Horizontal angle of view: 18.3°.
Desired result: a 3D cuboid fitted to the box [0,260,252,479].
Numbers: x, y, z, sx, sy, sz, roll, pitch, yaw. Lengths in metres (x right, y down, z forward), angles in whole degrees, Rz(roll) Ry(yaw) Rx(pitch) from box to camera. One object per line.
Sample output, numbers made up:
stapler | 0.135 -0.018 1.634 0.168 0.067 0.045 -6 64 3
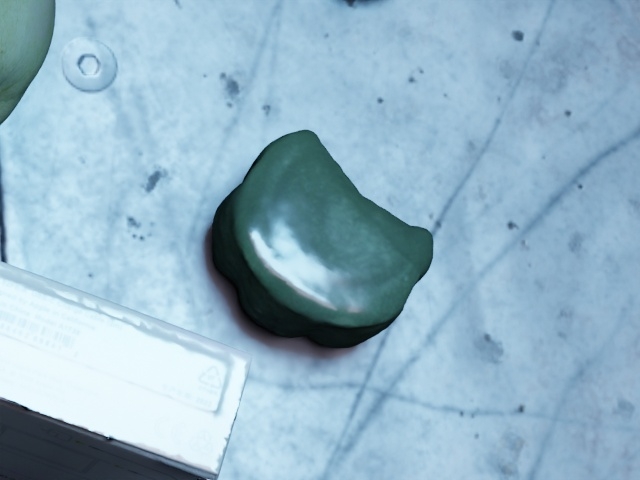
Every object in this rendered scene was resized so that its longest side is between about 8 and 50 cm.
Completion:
box | -0.185 0.119 1.412 0.203 0.251 0.106 20 67 -12

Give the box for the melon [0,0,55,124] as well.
melon | -0.343 -0.202 1.440 0.268 0.268 0.330 -38 69 -24

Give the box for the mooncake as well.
mooncake | 0.000 0.000 1.591 0.168 0.104 0.175 -14 78 -19
